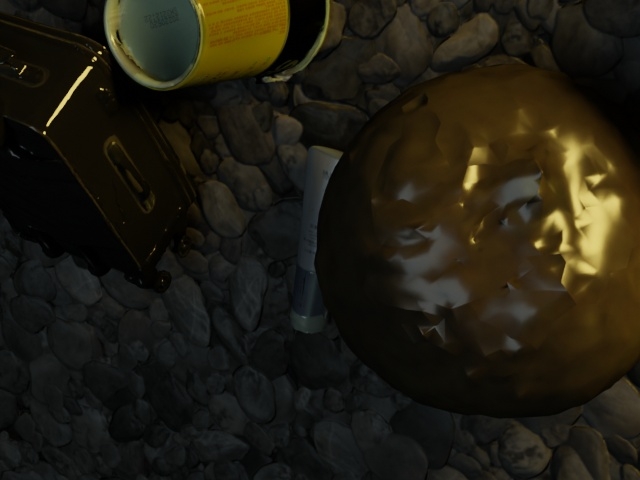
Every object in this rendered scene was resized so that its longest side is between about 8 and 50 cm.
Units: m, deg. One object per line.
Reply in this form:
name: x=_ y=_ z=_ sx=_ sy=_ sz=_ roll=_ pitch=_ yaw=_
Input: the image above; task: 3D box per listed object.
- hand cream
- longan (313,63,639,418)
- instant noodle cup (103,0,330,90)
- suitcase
hand cream: x=0.000 y=0.000 z=1.835 sx=0.079 sy=0.048 sz=0.255 roll=19 pitch=114 yaw=19
longan: x=0.187 y=0.009 z=1.515 sx=0.391 sy=0.391 sz=0.391 roll=11 pitch=113 yaw=28
instant noodle cup: x=-0.134 y=-0.275 z=1.701 sx=0.215 sy=0.236 sz=0.215 roll=13 pitch=114 yaw=30
suitcase: x=-0.333 y=-0.120 z=1.824 sx=0.283 sy=0.194 sz=0.434 roll=20 pitch=159 yaw=26
